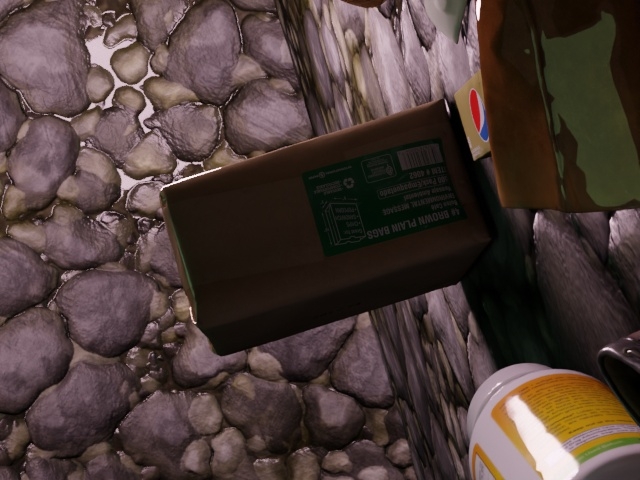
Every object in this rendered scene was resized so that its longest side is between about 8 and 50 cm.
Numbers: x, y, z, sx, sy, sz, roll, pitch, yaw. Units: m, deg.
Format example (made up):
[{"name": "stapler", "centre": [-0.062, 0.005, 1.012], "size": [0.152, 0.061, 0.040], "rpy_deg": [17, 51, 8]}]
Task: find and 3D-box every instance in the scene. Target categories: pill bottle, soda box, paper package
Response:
[{"name": "pill bottle", "centre": [0.189, 0.176, 0.839], "size": [0.245, 0.136, 0.136], "rpy_deg": [-124, 18, -76]}, {"name": "soda box", "centre": [0.147, -0.102, 0.802], "size": [0.181, 0.061, 0.058], "rpy_deg": [134, 120, -85]}, {"name": "paper package", "centre": [0.000, 0.000, 1.280], "size": [0.309, 0.325, 0.168], "rpy_deg": [95, 158, -79]}]

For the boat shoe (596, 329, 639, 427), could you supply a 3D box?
[{"name": "boat shoe", "centre": [0.226, 0.129, 0.627], "size": [0.223, 0.073, 0.080], "rpy_deg": [-112, 7, -50]}]

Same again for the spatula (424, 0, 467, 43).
[{"name": "spatula", "centre": [0.064, -0.282, 0.969], "size": [0.168, 0.019, 0.242], "rpy_deg": [42, 163, 17]}]

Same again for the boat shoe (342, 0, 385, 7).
[{"name": "boat shoe", "centre": [0.041, -0.340, 1.080], "size": [0.302, 0.109, 0.098], "rpy_deg": [82, -150, -64]}]

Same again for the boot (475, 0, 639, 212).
[{"name": "boot", "centre": [0.103, -0.158, 0.681], "size": [0.264, 0.096, 0.280], "rpy_deg": [7, 119, 51]}]
